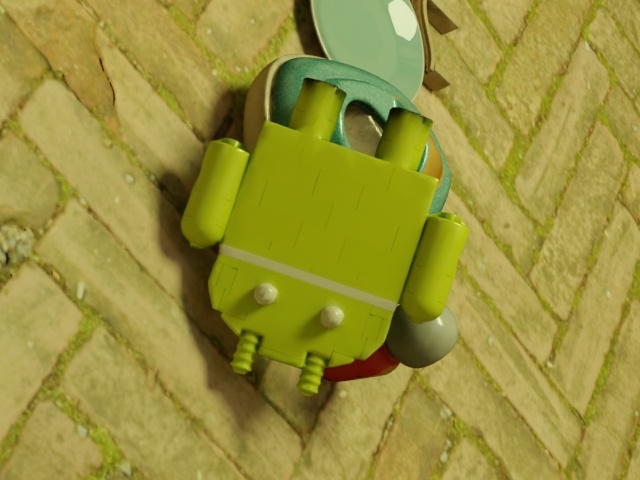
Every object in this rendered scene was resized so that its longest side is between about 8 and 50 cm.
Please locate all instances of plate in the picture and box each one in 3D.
[{"bbox_3d":[0.044,-0.221,1.961,0.188,0.024,0.188,24,58,-45],"label":"plate"}]

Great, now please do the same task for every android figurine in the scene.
[{"bbox_3d":[0.000,0.000,1.664,0.248,0.056,0.273,21,84,1],"label":"android figurine"}]

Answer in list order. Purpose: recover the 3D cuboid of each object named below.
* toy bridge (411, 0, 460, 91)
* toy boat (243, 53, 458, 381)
[{"bbox_3d":[0.129,-0.257,2.082,0.063,0.026,0.188,39,47,-34],"label":"toy bridge"},{"bbox_3d":[0.051,-0.023,1.782,0.267,0.148,0.318,14,64,-48],"label":"toy boat"}]
